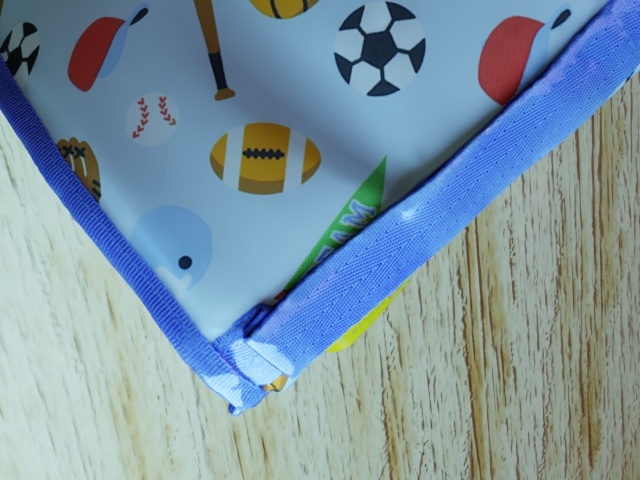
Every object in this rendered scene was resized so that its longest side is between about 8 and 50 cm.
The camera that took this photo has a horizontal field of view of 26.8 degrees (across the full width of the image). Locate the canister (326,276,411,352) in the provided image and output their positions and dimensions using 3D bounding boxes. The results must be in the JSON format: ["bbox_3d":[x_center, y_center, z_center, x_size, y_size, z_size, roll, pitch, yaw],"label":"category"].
[{"bbox_3d":[0.000,0.000,1.115,0.126,0.073,0.170,-47,136,-14],"label":"canister"}]

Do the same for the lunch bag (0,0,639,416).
[{"bbox_3d":[-0.008,-0.122,0.774,0.328,0.385,0.239,-43,134,3],"label":"lunch bag"}]
